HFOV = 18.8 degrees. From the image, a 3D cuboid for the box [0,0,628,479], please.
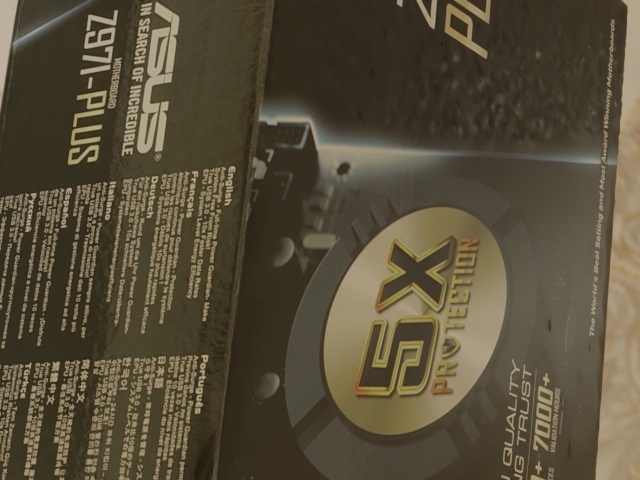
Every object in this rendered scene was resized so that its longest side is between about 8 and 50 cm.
[{"bbox_3d":[0.000,0.000,0.452,0.077,0.180,0.147,-5,160,37],"label":"box"}]
